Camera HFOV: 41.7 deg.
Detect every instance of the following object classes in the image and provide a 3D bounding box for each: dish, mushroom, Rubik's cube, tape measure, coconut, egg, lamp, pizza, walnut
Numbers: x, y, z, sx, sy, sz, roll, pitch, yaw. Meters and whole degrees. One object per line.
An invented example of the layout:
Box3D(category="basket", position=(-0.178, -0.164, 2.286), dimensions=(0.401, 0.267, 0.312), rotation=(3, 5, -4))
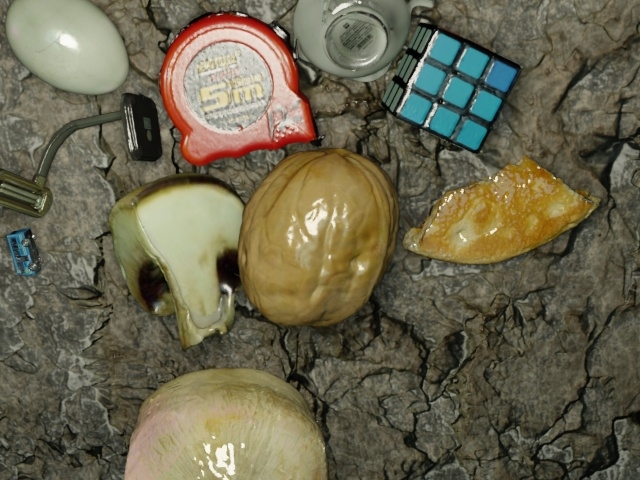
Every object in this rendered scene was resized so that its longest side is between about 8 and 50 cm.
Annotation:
Box3D(category="dish", position=(0.068, -0.348, 1.372), dimensions=(0.246, 0.078, 0.224), rotation=(-25, 126, 15))
Box3D(category="mushroom", position=(-0.228, 0.024, 1.503), dimensions=(0.217, 0.212, 0.292), rotation=(-33, 98, -37))
Box3D(category="Rubik's cube", position=(0.213, -0.257, 1.402), dimensions=(0.160, 0.163, 0.162), rotation=(23, 102, -10))
Box3D(category="tape measure", position=(-0.139, -0.257, 1.412), dimensions=(0.253, 0.114, 0.261), rotation=(-13, 105, 2))
Box3D(category="coconut", position=(-0.164, 0.444, 1.513), dimensions=(0.404, 0.404, 0.405), rotation=(-1, 108, -2))
Box3D(category="egg", position=(-0.406, -0.319, 1.358), dimensions=(0.209, 0.151, 0.151), rotation=(36, 103, -14))
Box3D(category="lamp", position=(-0.415, -0.149, 1.396), dimensions=(0.283, 0.203, 0.125), rotation=(-24, 89, 10))
Box3D(category="pizza", position=(0.324, -0.049, 1.521), dimensions=(0.365, 0.074, 0.182), rotation=(-19, 110, 4))
Box3D(category="walnut", position=(-0.002, -0.001, 1.422), dimensions=(0.251, 0.277, 0.313), rotation=(16, 112, 13))

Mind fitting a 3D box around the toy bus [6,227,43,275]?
Box3D(category="toy bus", position=(-0.537, 0.022, 1.525), dimensions=(0.046, 0.038, 0.083), rotation=(-8, 107, 5))
